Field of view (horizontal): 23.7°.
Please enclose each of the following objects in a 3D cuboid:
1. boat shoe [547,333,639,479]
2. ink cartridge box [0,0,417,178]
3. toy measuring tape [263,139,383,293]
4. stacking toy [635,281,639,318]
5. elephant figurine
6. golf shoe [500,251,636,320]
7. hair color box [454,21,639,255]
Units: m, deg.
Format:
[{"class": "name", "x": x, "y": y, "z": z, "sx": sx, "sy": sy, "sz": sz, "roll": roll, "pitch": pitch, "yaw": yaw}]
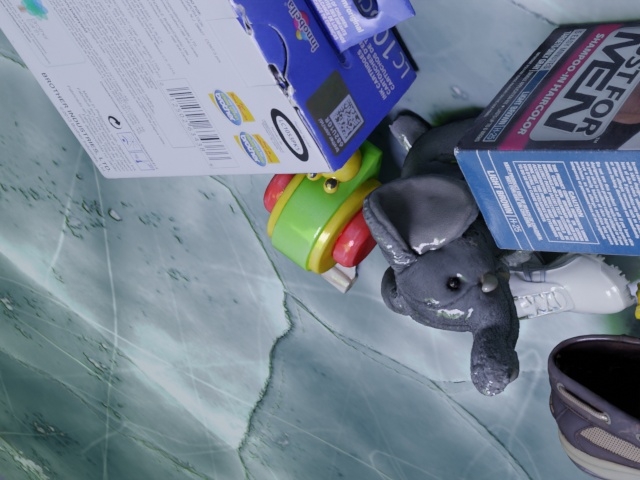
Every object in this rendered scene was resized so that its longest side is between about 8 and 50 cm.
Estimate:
[{"class": "boat shoe", "x": 0.331, "y": 0.151, "z": 1.286, "sx": 0.355, "sy": 0.132, "sz": 0.130, "roll": 1, "pitch": 135, "yaw": 45}, {"class": "ink cartridge box", "x": -0.102, "y": -0.199, "z": 1.365, "sx": 0.395, "sy": 0.151, "sz": 0.270, "roll": 2, "pitch": 133, "yaw": 47}, {"class": "toy measuring tape", "x": 0.000, "y": 0.000, "z": 1.502, "sx": 0.121, "sy": 0.121, "sz": 0.330, "roll": 32, "pitch": 157, "yaw": 11}, {"class": "stacking toy", "x": 0.399, "y": 0.096, "z": 1.320, "sx": 0.221, "sy": 0.052, "sz": 0.167, "roll": 44, "pitch": 150, "yaw": -11}, {"class": "elephant figurine", "x": 0.110, "y": 0.005, "z": 1.317, "sx": 0.169, "sy": 0.239, "sz": 0.186, "roll": 50, "pitch": 147, "yaw": -16}, {"class": "golf shoe", "x": 0.208, "y": 0.052, "z": 1.400, "sx": 0.176, "sy": 0.086, "sz": 0.069, "roll": 7, "pitch": 133, "yaw": 54}, {"class": "hair color box", "x": 0.288, "y": -0.077, "z": 1.094, "sx": 0.347, "sy": 0.174, "sz": 0.105, "roll": 3, "pitch": 132, "yaw": 43}]
